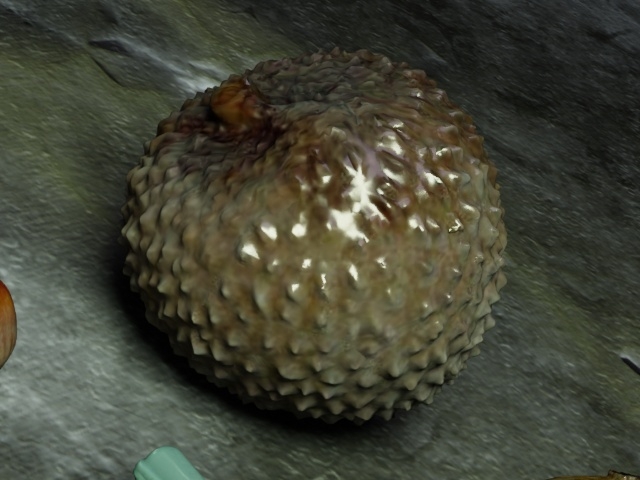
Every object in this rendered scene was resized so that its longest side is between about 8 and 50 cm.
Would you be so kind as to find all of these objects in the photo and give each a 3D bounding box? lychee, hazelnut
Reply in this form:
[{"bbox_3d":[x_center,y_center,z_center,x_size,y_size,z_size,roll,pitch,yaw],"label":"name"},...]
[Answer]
[{"bbox_3d":[0.000,-0.005,1.274,0.300,0.300,0.300,23,31,-15],"label":"lychee"},{"bbox_3d":[-0.242,0.057,1.158,0.086,0.086,0.086,23,31,-15],"label":"hazelnut"}]

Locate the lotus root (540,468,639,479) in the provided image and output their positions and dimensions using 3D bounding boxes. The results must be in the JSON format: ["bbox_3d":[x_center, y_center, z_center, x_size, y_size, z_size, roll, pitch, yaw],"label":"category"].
[{"bbox_3d":[0.193,0.251,1.170,0.291,0.193,0.193,0,42,-44],"label":"lotus root"}]

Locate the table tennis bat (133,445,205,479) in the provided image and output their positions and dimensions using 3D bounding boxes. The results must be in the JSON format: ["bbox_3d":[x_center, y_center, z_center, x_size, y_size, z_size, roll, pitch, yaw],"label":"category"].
[{"bbox_3d":[-0.043,0.203,1.052,0.149,0.038,0.237,4,25,-41],"label":"table tennis bat"}]
